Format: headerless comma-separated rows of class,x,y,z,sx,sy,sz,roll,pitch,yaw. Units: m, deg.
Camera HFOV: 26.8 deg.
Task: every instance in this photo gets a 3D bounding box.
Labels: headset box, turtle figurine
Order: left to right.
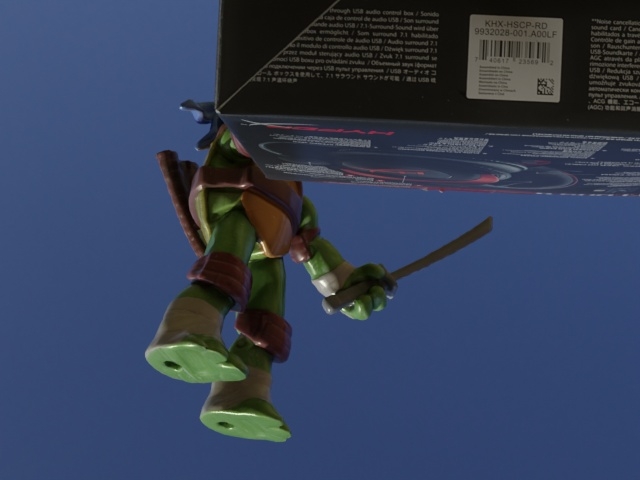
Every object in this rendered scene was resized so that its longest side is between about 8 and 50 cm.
turtle figurine,0.000,0.000,0.963,0.275,0.198,0.266,19,-120,-3
headset box,0.074,-0.085,0.624,0.218,0.293,0.110,3,-93,3
